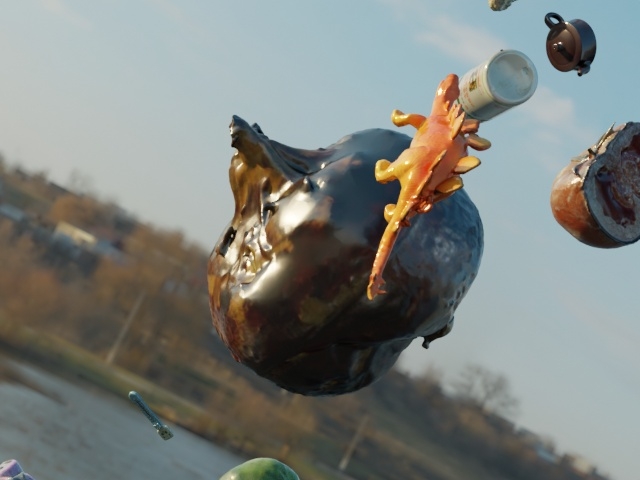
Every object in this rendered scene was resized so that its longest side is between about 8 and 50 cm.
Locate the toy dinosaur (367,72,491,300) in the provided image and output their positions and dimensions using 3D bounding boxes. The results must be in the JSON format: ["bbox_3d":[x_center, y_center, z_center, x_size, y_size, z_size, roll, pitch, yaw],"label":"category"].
[{"bbox_3d":[0.109,-0.070,1.418,0.070,0.288,0.117,40,-42,-22],"label":"toy dinosaur"}]

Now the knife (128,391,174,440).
[{"bbox_3d":[-0.263,0.270,2.230,0.027,0.010,0.096,-32,-79,40],"label":"knife"}]

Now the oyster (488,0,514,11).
[{"bbox_3d":[0.283,-0.361,1.885,0.106,0.200,0.061,61,-30,26],"label":"oyster"}]

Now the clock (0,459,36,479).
[{"bbox_3d":[-0.450,0.379,1.839,0.090,0.227,0.248,61,-19,-9],"label":"clock"}]

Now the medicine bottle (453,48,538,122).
[{"bbox_3d":[0.265,-0.233,2.214,0.086,0.086,0.183,27,-9,-7],"label":"medicine bottle"}]

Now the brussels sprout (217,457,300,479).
[{"bbox_3d":[-0.100,0.435,2.282,0.144,0.181,0.161,-11,4,39],"label":"brussels sprout"}]

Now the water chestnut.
[{"bbox_3d":[0.000,0.000,1.678,0.347,0.335,0.335,49,-16,-23],"label":"water chestnut"}]

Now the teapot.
[{"bbox_3d":[0.307,-0.245,1.810,0.100,0.045,0.068,62,-37,22],"label":"teapot"}]

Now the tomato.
[{"bbox_3d":[0.468,-0.086,2.429,0.181,0.214,0.155,56,-31,-11],"label":"tomato"}]
